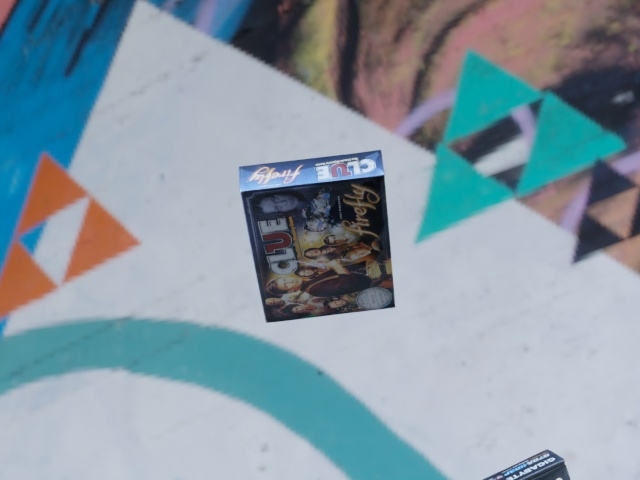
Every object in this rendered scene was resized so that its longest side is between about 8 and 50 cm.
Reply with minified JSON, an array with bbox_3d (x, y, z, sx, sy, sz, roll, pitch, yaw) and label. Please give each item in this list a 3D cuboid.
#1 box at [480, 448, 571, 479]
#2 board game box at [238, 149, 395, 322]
[{"bbox_3d":[0.222,0.370,1.638,0.175,0.051,0.220,-22,-76,-11],"label":"box"},{"bbox_3d":[0.000,0.000,1.719,0.165,0.042,0.243,-7,-41,2],"label":"board game box"}]
